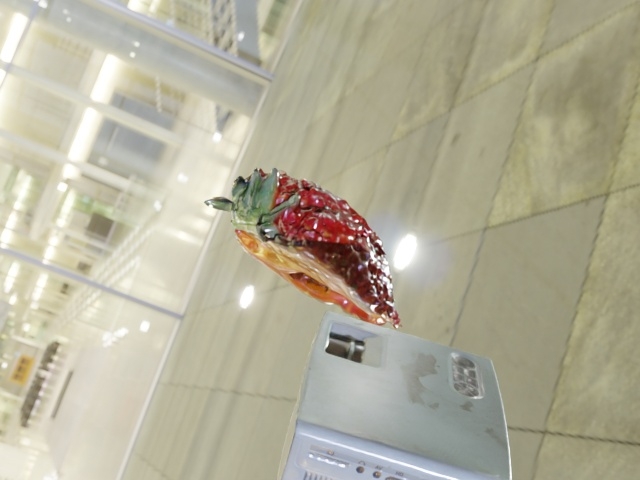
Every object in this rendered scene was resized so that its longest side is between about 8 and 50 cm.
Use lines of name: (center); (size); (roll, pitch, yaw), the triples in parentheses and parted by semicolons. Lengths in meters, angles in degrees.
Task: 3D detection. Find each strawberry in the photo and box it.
strawberry: (-0.003, -0.002, 0.790); (0.085, 0.192, 0.140); (-58, -19, -16)

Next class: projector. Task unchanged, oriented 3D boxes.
projector: (0.040, 0.106, 0.501); (0.147, 0.115, 0.061); (-70, -2, -71)
